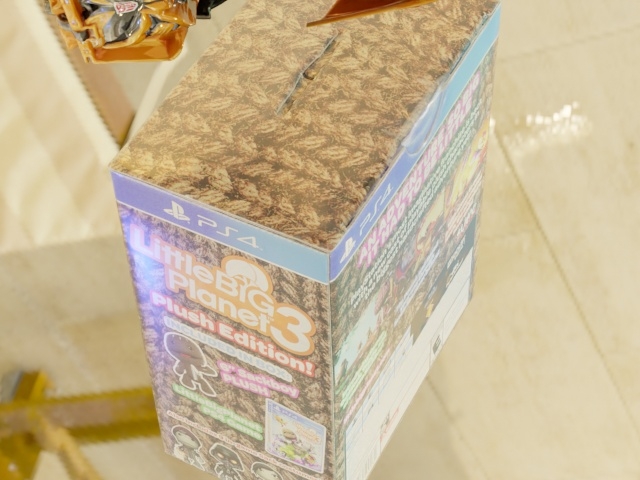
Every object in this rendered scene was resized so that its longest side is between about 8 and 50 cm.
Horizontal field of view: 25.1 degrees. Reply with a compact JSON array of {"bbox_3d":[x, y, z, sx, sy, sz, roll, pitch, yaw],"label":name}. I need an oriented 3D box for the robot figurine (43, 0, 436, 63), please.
[{"bbox_3d":[-0.014,-0.157,0.661,0.291,0.085,0.211,-12,160,-2],"label":"robot figurine"}]

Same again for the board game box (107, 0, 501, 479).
[{"bbox_3d":[0.000,0.000,0.931,0.141,0.232,0.291,21,142,19],"label":"board game box"}]
